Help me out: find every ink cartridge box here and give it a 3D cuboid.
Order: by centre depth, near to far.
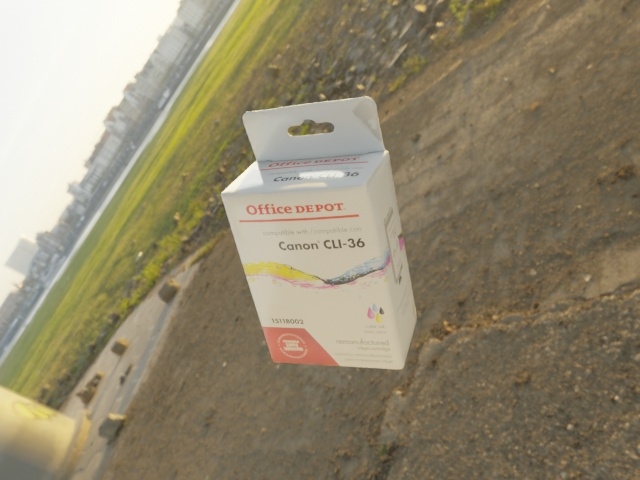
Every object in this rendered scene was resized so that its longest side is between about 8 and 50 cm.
[{"bbox_3d":[0.000,0.000,0.450,0.115,0.198,0.067,-2,28,23],"label":"ink cartridge box"}]
